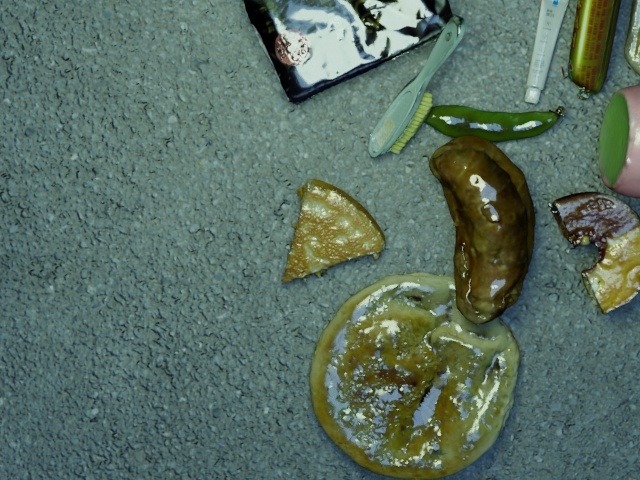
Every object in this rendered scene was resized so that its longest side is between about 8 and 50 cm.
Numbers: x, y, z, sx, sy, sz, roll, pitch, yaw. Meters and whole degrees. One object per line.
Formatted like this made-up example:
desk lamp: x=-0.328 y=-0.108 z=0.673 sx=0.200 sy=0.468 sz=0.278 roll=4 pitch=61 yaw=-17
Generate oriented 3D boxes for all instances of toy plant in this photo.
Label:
toy plant: x=0.650 y=-0.133 z=1.704 sx=0.356 sy=0.210 sz=0.317 roll=8 pitch=56 yaw=-9

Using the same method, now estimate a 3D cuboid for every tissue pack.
tissue pack: x=0.046 y=-0.403 z=1.757 sx=0.332 sy=0.123 sz=0.245 roll=-24 pitch=97 yaw=5

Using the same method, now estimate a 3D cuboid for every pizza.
pizza: x=0.000 y=0.000 z=1.837 sx=0.188 sy=0.062 sz=0.199 roll=44 pitch=104 yaw=-10

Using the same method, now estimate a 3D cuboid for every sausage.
sausage: x=0.456 y=-0.387 z=1.691 sx=0.082 sy=0.082 sz=0.371 roll=2 pitch=132 yaw=2

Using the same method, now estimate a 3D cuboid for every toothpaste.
toothpaste: x=0.387 y=-0.332 z=1.797 sx=0.048 sy=0.031 sz=0.190 roll=13 pitch=93 yaw=4

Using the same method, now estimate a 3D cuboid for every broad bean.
broad bean: x=0.297 y=-0.204 z=1.805 sx=0.254 sy=0.046 sz=0.065 roll=1 pitch=108 yaw=3

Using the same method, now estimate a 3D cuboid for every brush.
brush: x=0.177 y=-0.250 z=1.752 sx=0.060 sy=0.068 sz=0.297 roll=13 pitch=130 yaw=-27

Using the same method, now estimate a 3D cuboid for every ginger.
ginger: x=0.292 y=-0.025 z=1.765 sx=0.172 sy=0.165 sz=0.321 roll=-12 pitch=91 yaw=-13

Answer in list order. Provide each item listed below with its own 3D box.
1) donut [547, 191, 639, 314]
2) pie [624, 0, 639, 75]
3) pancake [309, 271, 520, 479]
donut: x=0.492 y=0.008 z=1.801 sx=0.141 sy=0.085 sz=0.217 roll=-21 pitch=96 yaw=4
pie: x=0.617 y=-0.356 z=1.775 sx=0.195 sy=0.046 sz=0.195 roll=0 pitch=96 yaw=4
pancake: x=0.166 y=0.244 z=1.842 sx=0.387 sy=0.082 sz=0.387 roll=0 pitch=92 yaw=4
